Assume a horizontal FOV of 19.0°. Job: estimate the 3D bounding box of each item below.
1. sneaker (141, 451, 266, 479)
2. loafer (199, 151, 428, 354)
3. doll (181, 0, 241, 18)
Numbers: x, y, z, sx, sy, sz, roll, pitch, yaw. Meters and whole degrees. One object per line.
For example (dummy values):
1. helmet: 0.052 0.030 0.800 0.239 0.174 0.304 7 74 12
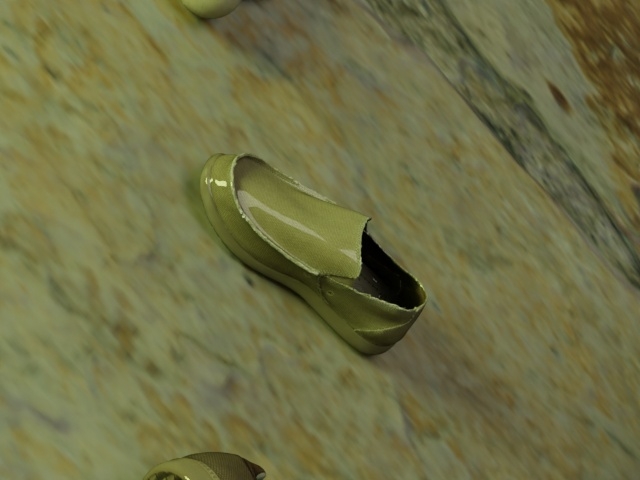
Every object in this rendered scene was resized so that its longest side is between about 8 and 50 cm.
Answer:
1. sneaker: -0.016 0.178 0.835 0.071 0.066 0.188 -6 70 -53
2. loafer: 0.000 0.000 0.994 0.148 0.050 0.056 39 40 -26
3. doll: -0.051 -0.199 1.078 0.129 0.046 0.189 43 44 -36
